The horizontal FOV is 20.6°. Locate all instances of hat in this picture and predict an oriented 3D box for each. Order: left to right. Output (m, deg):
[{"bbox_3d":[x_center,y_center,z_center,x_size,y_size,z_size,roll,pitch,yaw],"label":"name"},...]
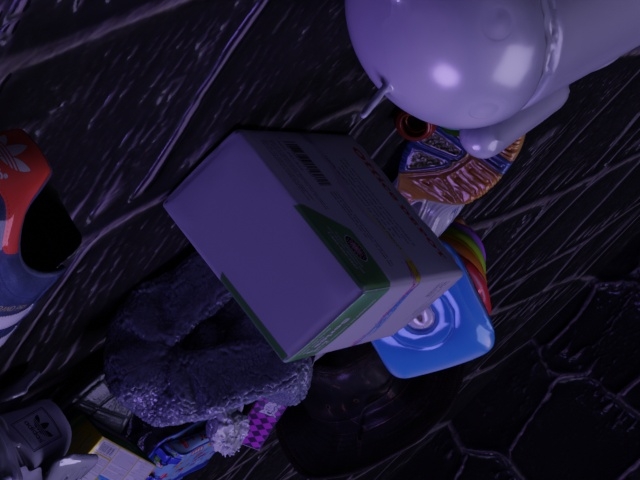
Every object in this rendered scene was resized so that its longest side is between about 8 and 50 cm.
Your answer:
[{"bbox_3d":[0.038,0.179,2.476,0.331,0.331,0.134,-41,125,9],"label":"hat"}]

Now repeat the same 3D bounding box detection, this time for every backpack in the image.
[{"bbox_3d":[-0.205,0.248,2.182,0.158,0.117,0.173,-21,158,-51],"label":"backpack"}]

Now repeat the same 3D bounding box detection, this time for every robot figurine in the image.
[{"bbox_3d":[0.163,-0.218,1.496,0.353,0.200,0.300,-29,125,-35],"label":"robot figurine"}]

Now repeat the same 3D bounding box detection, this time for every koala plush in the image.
[{"bbox_3d":[-0.129,0.132,1.912,0.203,0.196,0.221,-25,164,-6],"label":"koala plush"}]

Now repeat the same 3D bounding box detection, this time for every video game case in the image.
[{"bbox_3d":[-0.033,0.116,2.144,0.232,0.042,0.210,120,-9,-54],"label":"video game case"}]

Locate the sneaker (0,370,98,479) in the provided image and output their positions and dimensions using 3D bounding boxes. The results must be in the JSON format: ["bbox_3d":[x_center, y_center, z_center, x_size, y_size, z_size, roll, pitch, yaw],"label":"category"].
[{"bbox_3d":[-0.323,0.197,1.707,0.210,0.137,0.366,-31,169,-31],"label":"sneaker"}]

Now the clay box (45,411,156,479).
[{"bbox_3d":[-0.292,0.301,1.925,0.222,0.053,0.127,-48,148,-1],"label":"clay box"}]

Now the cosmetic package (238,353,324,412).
[{"bbox_3d":[-0.029,0.132,2.370,0.239,0.060,0.099,-36,163,-15],"label":"cosmetic package"}]

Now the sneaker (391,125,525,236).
[{"bbox_3d":[0.144,-0.083,2.116,0.296,0.112,0.131,-48,-178,32],"label":"sneaker"}]

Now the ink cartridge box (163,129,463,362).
[{"bbox_3d":[0.000,0.000,1.756,0.117,0.201,0.278,-43,166,19],"label":"ink cartridge box"}]

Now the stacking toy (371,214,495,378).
[{"bbox_3d":[0.163,0.038,2.366,0.166,0.175,0.302,-20,-163,23],"label":"stacking toy"}]

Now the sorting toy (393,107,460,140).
[{"bbox_3d":[0.129,-0.145,1.928,0.102,0.061,0.042,-8,-150,21],"label":"sorting toy"}]

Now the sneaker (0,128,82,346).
[{"bbox_3d":[-0.258,0.032,1.360,0.148,0.131,0.350,-29,163,-21],"label":"sneaker"}]

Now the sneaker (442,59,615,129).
[{"bbox_3d":[0.242,-0.244,1.774,0.319,0.127,0.208,-35,167,-18],"label":"sneaker"}]

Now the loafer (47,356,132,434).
[{"bbox_3d":[-0.304,0.226,1.975,0.096,0.084,0.267,27,102,-45],"label":"loafer"}]
